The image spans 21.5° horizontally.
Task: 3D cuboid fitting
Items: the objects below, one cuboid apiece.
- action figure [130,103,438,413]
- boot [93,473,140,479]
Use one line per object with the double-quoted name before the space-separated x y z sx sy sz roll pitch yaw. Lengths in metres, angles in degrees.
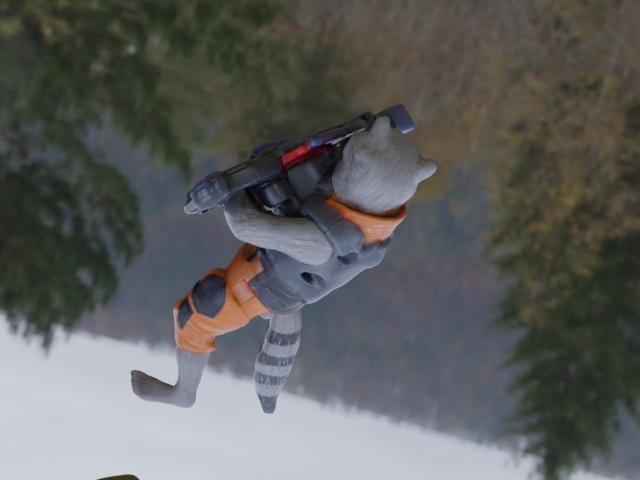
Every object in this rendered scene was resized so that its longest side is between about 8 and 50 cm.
"action figure" 0.000 0.000 1.554 0.178 0.330 0.341 52 -138 10
"boot" -0.274 0.385 1.980 0.262 0.095 0.203 -32 -143 -23
